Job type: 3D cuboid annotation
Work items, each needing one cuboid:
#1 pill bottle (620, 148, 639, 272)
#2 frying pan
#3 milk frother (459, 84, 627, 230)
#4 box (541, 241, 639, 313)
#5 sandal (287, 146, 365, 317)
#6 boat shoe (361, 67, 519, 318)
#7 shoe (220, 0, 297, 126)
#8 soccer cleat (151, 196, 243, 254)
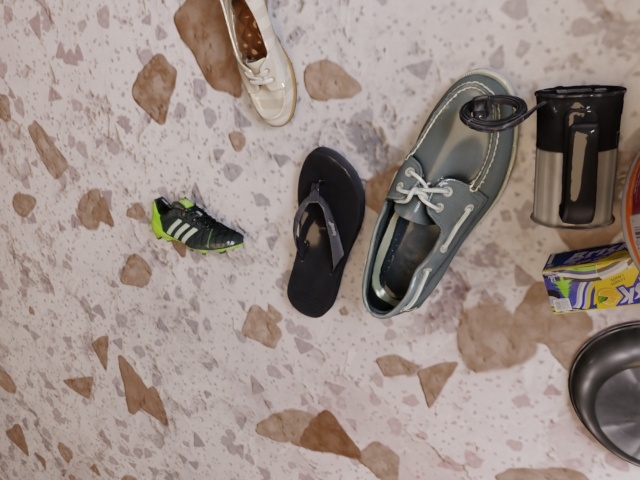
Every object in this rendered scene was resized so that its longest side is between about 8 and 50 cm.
[{"bbox_3d":[0.347,-0.030,0.352,0.223,0.392,0.224,0,89,12],"label":"pill bottle"},{"bbox_3d":[0.429,0.167,0.628,0.326,0.053,0.197,-22,98,38],"label":"frying pan"},{"bbox_3d":[0.222,-0.083,0.600,0.143,0.129,0.135,9,113,35],"label":"milk frother"},{"bbox_3d":[0.328,0.034,0.622,0.168,0.059,0.054,-12,102,34],"label":"box"},{"bbox_3d":[0.001,0.001,0.808,0.097,0.054,0.255,18,118,24],"label":"sandal"},{"bbox_3d":[0.130,-0.039,0.687,0.116,0.099,0.320,32,122,19],"label":"boat shoe"},{"bbox_3d":[-0.088,-0.251,0.756,0.076,0.058,0.219,-6,106,33],"label":"shoe"},{"bbox_3d":[-0.196,-0.025,0.914,0.178,0.060,0.073,13,114,29],"label":"soccer cleat"}]
